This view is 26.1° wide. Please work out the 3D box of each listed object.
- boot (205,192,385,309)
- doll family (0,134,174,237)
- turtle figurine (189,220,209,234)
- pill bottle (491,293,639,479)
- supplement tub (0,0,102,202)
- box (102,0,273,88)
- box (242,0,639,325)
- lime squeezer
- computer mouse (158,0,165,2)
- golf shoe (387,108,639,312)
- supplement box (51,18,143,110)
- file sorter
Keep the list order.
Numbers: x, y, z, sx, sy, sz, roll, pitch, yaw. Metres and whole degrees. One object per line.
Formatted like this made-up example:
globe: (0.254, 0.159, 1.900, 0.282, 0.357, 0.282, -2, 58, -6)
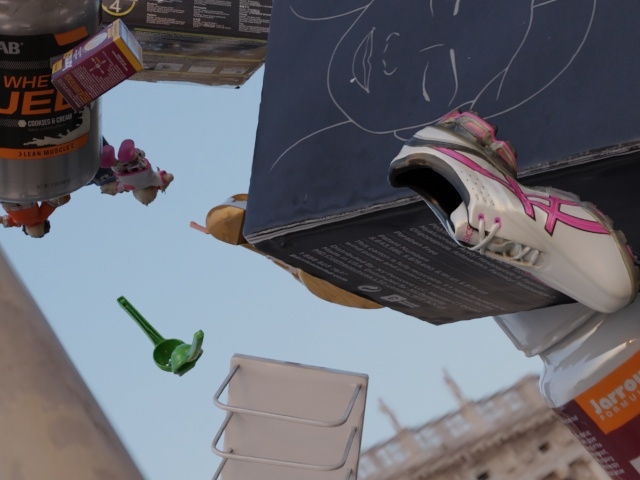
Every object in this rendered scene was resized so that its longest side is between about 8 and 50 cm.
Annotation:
boot: (-0.001, 0.001, 1.893, 0.211, 0.295, 0.104, -20, -50, -72)
doll family: (-0.341, -0.095, 1.949, 0.263, 0.118, 0.163, -16, -26, 5)
turtle figurine: (-0.066, -0.031, 2.285, 0.269, 0.087, 0.217, -11, -27, 37)
pill bottle: (0.380, 0.166, 1.482, 0.224, 0.392, 0.224, -41, -3, -2)
supplement tub: (-0.363, -0.221, 1.683, 0.193, 0.193, 0.316, -21, -47, -32)
box: (-0.280, -0.330, 2.186, 0.395, 0.097, 0.318, 3, -7, -16)
box: (0.215, -0.210, 1.246, 0.472, 0.480, 0.297, -13, -27, 43)
lime squeezer: (-0.219, 0.154, 2.086, 0.059, 0.310, 0.110, -17, -75, -26)
computer mouse: (-0.194, -0.390, 1.890, 0.262, 0.184, 0.060, -4, -31, 41)
golf shoe: (0.126, -0.007, 0.921, 0.086, 0.186, 0.067, -34, -27, -34)
supplement box: (-0.222, -0.175, 1.372, 0.083, 0.055, 0.043, -32, -60, 9)
file sorter: (-0.054, 0.322, 1.861, 0.173, 0.193, 0.277, -56, -27, -72)
